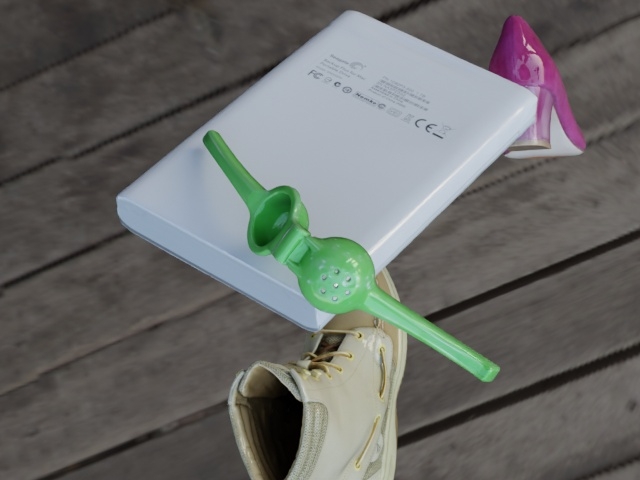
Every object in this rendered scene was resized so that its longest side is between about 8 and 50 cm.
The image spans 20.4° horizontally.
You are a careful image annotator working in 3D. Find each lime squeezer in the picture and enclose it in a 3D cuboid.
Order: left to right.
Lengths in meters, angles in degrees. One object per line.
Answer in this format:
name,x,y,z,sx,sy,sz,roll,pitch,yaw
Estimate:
lime squeezer,0.000,0.000,1.326,0.310,0.110,0.059,39,119,22

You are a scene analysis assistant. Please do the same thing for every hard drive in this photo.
hard drive,0.011,-0.068,1.459,0.203,0.307,0.040,28,141,26

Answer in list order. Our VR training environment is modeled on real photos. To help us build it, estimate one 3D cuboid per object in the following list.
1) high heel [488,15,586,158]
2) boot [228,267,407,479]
high heel,0.199,-0.138,1.660,0.082,0.244,0.117,-3,89,19
boot,-0.004,0.118,1.674,0.095,0.203,0.262,-4,77,28
